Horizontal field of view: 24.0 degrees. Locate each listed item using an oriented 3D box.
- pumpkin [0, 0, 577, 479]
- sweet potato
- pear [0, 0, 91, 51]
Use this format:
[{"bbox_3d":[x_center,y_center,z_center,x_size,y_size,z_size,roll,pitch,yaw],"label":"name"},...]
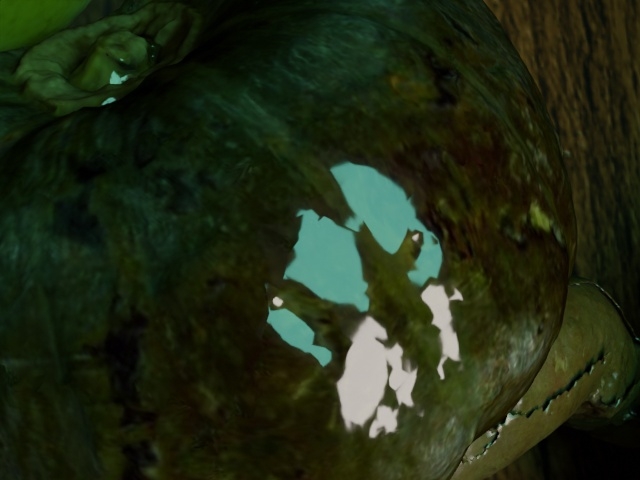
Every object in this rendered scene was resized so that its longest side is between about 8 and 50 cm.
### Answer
[{"bbox_3d":[-0.028,0.029,0.585,0.325,0.232,0.242,-33,134,-10],"label":"pumpkin"},{"bbox_3d":[0.108,0.078,0.815,0.310,0.098,0.124,-14,105,-37],"label":"sweet potato"},{"bbox_3d":[-0.220,-0.220,0.554,0.386,0.191,0.340,35,63,-27],"label":"pear"}]
